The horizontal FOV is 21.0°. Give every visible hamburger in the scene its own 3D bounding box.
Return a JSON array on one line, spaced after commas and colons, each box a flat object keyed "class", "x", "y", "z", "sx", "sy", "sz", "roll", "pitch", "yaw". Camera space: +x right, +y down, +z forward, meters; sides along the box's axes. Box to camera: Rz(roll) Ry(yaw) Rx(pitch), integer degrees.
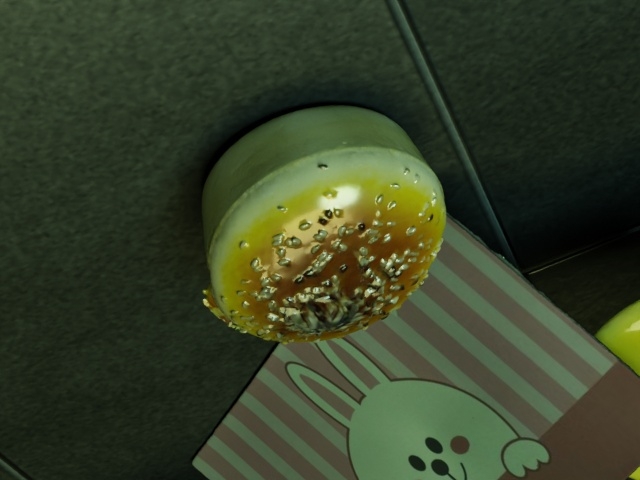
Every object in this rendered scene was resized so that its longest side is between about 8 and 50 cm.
[{"class": "hamburger", "x": 0.000, "y": 0.000, "z": 0.870, "sx": 0.126, "sy": 0.081, "sz": 0.141, "roll": 7, "pitch": 139, "yaw": -32}]

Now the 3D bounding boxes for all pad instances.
[{"class": "pad", "x": 0.054, "y": 0.118, "z": 1.003, "sx": 0.005, "sy": 0.202, "sz": 0.300, "roll": -44, "pitch": 173, "yaw": -47}]

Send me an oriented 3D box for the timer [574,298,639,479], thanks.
[{"class": "timer", "x": 0.367, "y": 0.103, "z": 0.973, "sx": 0.387, "sy": 0.376, "sz": 0.376, "roll": -27, "pitch": 146, "yaw": 19}]
